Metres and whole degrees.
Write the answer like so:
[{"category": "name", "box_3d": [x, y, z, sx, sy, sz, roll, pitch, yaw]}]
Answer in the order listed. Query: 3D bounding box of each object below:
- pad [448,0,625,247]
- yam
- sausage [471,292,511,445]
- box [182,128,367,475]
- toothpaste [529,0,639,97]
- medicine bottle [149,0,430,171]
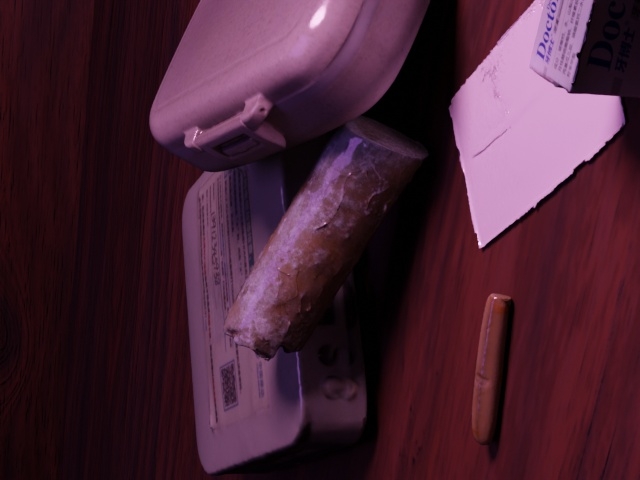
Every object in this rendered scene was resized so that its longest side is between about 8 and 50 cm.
[{"category": "pad", "box_3d": [0.169, -0.105, 0.945, 0.232, 0.004, 0.157, 130, 135, -58]}, {"category": "yam", "box_3d": [0.000, 0.000, 1.129, 0.259, 0.093, 0.093, -59, 31, 15]}, {"category": "sausage", "box_3d": [0.144, 0.110, 0.978, 0.024, 0.024, 0.132, -151, 65, -65]}, {"category": "box", "box_3d": [-0.067, 0.072, 1.392, 0.396, 0.111, 0.396, 144, 123, -63]}, {"category": "toothpaste", "box_3d": [0.216, -0.260, 0.729, 0.067, 0.081, 0.337, -128, 43, -58]}, {"category": "medicine bottle", "box_3d": [-0.031, -0.210, 1.153, 0.375, 0.123, 0.282, -13, 49, 56]}]
